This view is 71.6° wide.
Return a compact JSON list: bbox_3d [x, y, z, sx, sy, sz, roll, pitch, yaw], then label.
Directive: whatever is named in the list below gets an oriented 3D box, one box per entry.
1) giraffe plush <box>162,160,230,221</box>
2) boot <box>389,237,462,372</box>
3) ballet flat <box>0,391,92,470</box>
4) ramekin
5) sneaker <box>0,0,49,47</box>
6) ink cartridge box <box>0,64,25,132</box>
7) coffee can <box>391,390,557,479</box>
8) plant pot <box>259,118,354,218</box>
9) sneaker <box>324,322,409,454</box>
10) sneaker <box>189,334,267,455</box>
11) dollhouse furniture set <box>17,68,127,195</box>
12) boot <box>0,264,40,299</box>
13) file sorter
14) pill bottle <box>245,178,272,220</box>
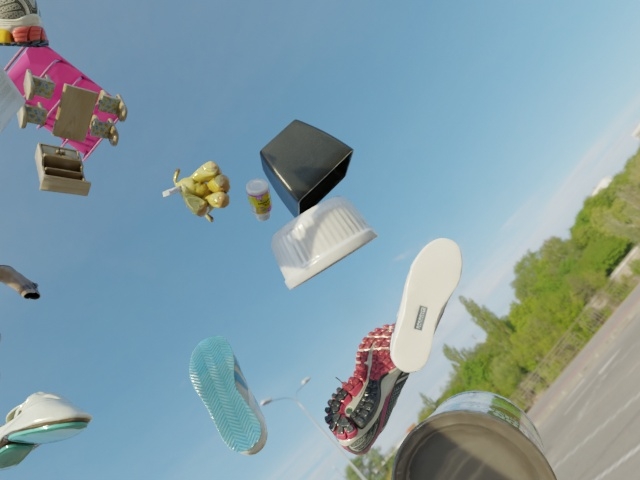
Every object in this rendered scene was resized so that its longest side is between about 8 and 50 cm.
[{"bbox_3d":[-0.390,-0.143,1.480,0.211,0.181,0.170,-4,-17,3],"label":"giraffe plush"},{"bbox_3d":[0.141,0.088,0.633,0.086,0.069,0.189,73,-140,-84],"label":"boot"},{"bbox_3d":[-0.702,0.442,1.079,0.401,0.139,0.139,-32,-21,24],"label":"ballet flat"},{"bbox_3d":[0.000,0.000,0.875,0.207,0.109,0.207,-32,-4,-3],"label":"ramekin"},{"bbox_3d":[-0.464,-0.305,0.575,0.088,0.226,0.092,-72,-13,-67],"label":"sneaker"},{"bbox_3d":[-0.469,-0.156,0.547,0.188,0.066,0.232,-61,14,-14],"label":"ink cartridge box"},{"bbox_3d":[0.235,0.342,0.664,0.201,0.202,0.275,-53,-25,4],"label":"coffee can"},{"bbox_3d":[-0.048,-0.187,1.122,0.187,0.167,0.188,-45,-7,-11],"label":"plant pot"},{"bbox_3d":[0.118,0.293,0.923,0.299,0.121,0.111,-46,-52,-31],"label":"sneaker"},{"bbox_3d":[-0.167,0.277,0.800,0.088,0.228,0.092,-25,-34,-10],"label":"sneaker"},{"bbox_3d":[-0.619,-0.258,1.102,0.212,0.161,0.242,6,-53,-43],"label":"dollhouse furniture set"},{"bbox_3d":[-0.738,0.105,1.077,0.042,0.087,0.118,-49,-17,-2],"label":"boot"},{"bbox_3d":[-0.745,-0.394,1.273,0.291,0.182,0.202,39,-88,-32],"label":"file sorter"},{"bbox_3d":[-0.117,-0.077,0.862,0.043,0.043,0.083,-37,-33,-24],"label":"pill bottle"}]
